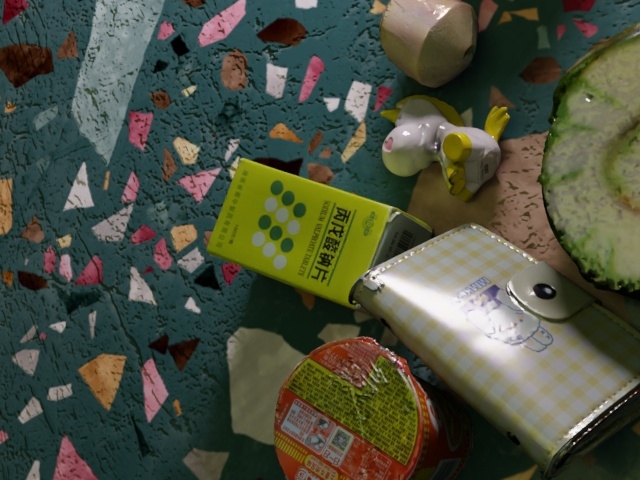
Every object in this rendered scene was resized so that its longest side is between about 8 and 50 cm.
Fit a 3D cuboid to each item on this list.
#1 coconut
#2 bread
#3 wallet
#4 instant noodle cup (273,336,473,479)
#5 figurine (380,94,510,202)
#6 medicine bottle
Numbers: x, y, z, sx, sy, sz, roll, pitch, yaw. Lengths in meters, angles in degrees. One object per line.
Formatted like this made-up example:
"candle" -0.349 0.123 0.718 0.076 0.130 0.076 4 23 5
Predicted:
"coconut" 0.145 -0.258 1.423 0.122 0.116 0.116 40 99 33
"bread" 0.430 -0.071 1.211 0.366 0.129 0.382 -39 64 13
"wallet" 0.214 0.105 1.259 0.223 0.077 0.309 -30 55 -27
"instant noodle cup" 0.079 0.220 1.291 0.193 0.212 0.193 -7 75 28
"figurine" 0.146 -0.127 1.416 0.178 0.109 0.129 20 62 32
"medicine bottle" 0.000 0.000 1.430 0.250 0.141 0.137 19 86 31
